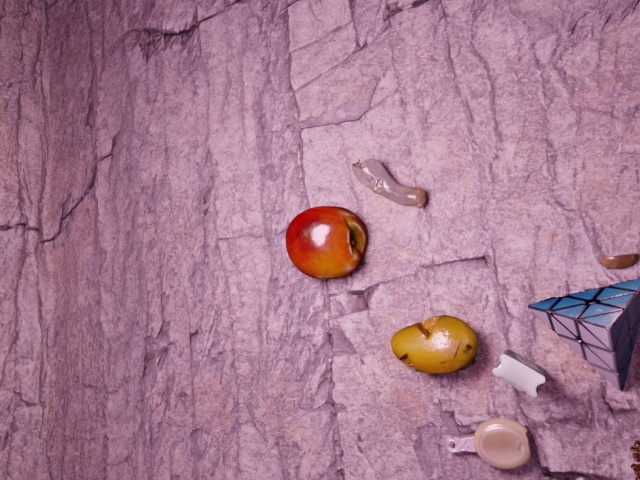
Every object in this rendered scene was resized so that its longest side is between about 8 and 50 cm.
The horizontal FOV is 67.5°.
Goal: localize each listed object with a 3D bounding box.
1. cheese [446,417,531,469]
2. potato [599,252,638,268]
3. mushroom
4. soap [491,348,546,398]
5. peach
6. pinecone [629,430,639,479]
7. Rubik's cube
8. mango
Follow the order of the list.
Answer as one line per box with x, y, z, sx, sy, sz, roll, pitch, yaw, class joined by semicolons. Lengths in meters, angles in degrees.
0.472;0.575;1.356;0.228;0.064;0.137;-12;76;24;cheese
0.808;0.057;1.291;0.093;0.036;0.037;-10;75;22;potato
0.220;-0.186;1.568;0.278;0.099;0.096;37;112;20;mushroom
0.535;0.352;1.284;0.119;0.198;0.066;31;95;25;soap
0.000;0.000;1.592;0.275;0.245;0.248;-12;49;33;peach
0.845;0.529;1.144;0.195;0.150;0.179;-48;67;11;pinecone
0.728;0.218;1.250;0.229;0.228;0.233;14;43;-10;Rubik's cube
0.335;0.311;1.423;0.262;0.130;0.167;-16;71;26;mango
